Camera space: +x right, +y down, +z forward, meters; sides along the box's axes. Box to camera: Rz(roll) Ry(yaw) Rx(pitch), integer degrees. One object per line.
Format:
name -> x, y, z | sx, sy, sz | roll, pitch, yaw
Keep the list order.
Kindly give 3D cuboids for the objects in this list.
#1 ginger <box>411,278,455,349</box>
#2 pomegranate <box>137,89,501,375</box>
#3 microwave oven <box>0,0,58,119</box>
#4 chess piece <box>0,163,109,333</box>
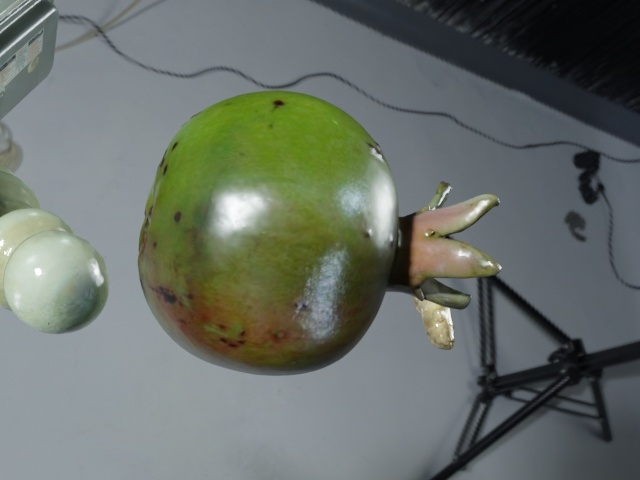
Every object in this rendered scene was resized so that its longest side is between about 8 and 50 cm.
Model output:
ginger -> 0.146, 0.062, 1.222 | 0.075, 0.288, 0.089 | -28, 127, 1
pomegranate -> 0.000, 0.000, 0.498 | 0.224, 0.181, 0.182 | 6, 69, -12
microwave oven -> -0.374, -0.176, 0.724 | 0.194, 0.145, 0.240 | 29, 46, -4
chess piece -> -0.297, 0.012, 0.777 | 0.133, 0.243, 0.133 | -28, 130, -39
